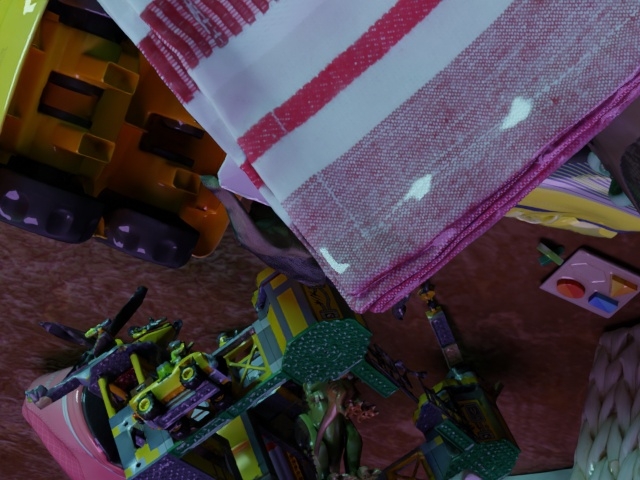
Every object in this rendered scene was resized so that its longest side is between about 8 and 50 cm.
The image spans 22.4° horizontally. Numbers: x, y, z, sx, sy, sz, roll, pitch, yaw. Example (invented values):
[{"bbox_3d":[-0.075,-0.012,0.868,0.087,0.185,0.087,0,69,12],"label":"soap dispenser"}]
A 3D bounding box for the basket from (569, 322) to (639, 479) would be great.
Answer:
[{"bbox_3d":[0.349,0.231,1.060,0.328,0.331,0.266,35,143,-26],"label":"basket"}]

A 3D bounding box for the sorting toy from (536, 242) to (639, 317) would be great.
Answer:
[{"bbox_3d":[0.177,0.027,1.111,0.083,0.012,0.062,23,145,-13],"label":"sorting toy"}]

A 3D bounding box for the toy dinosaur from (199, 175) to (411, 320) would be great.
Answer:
[{"bbox_3d":[0.000,0.000,0.933,0.118,0.064,0.268,17,179,3],"label":"toy dinosaur"}]

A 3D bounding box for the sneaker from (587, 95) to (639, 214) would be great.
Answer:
[{"bbox_3d":[0.201,-0.050,0.822,0.182,0.158,0.410,27,151,43],"label":"sneaker"}]

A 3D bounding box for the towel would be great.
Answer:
[{"bbox_3d":[-0.001,-0.162,0.657,0.237,0.037,0.329,-43,82,19],"label":"towel"}]

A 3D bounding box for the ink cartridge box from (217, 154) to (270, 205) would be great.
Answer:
[{"bbox_3d":[0.024,-0.121,0.800,0.082,0.190,0.139,20,146,-8],"label":"ink cartridge box"}]

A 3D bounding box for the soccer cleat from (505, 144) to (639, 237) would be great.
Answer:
[{"bbox_3d":[0.128,-0.039,0.963,0.289,0.093,0.121,1,141,17],"label":"soccer cleat"}]

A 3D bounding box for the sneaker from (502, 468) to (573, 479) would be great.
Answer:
[{"bbox_3d":[0.147,0.326,1.349,0.323,0.236,0.130,-19,133,39],"label":"sneaker"}]

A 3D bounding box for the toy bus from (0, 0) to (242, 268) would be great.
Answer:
[{"bbox_3d":[-0.168,-0.085,0.964,0.211,0.149,0.220,18,179,34],"label":"toy bus"}]

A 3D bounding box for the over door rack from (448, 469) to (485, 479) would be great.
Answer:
[{"bbox_3d":[0.117,0.344,1.170,0.239,0.108,0.324,-36,105,28],"label":"over door rack"}]

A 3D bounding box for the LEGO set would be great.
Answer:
[{"bbox_3d":[-0.026,0.095,1.184,0.255,0.192,0.331,-42,137,18],"label":"LEGO set"}]

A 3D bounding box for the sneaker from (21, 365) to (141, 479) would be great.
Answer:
[{"bbox_3d":[-0.136,0.205,1.421,0.136,0.116,0.314,-6,135,43],"label":"sneaker"}]
